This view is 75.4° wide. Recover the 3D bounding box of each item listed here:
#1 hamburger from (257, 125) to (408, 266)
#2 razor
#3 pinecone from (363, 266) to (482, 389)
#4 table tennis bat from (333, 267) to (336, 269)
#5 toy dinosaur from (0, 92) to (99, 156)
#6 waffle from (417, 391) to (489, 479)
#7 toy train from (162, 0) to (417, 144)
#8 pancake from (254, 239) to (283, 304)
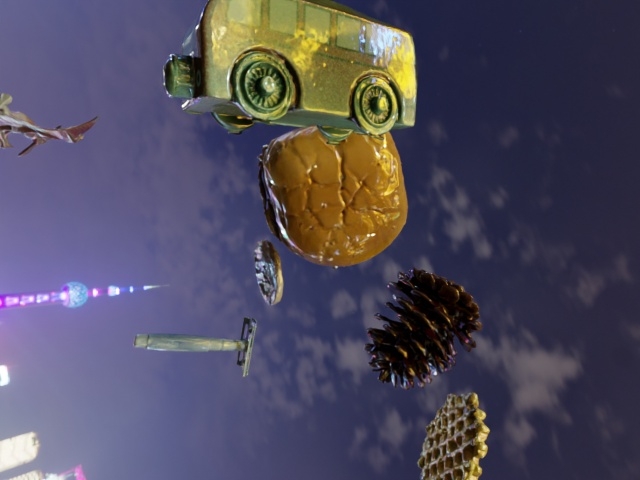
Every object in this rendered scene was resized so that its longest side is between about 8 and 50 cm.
[{"bbox_3d":[0.025,-0.089,0.829,0.158,0.318,0.319,-113,-141,-69],"label":"hamburger"},{"bbox_3d":[-0.145,0.121,0.482,0.040,0.134,0.068,12,-88,63],"label":"razor"},{"bbox_3d":[0.218,0.203,0.948,0.292,0.246,0.246,-43,-129,-18],"label":"pinecone"},{"bbox_3d":[0.000,0.000,1.007,0.014,0.095,0.158,-30,-78,-2],"label":"table tennis bat"},{"bbox_3d":[-0.397,-0.150,0.550,0.219,0.108,0.032,-4,-105,7],"label":"toy dinosaur"},{"bbox_3d":[0.339,0.555,1.083,0.062,0.329,0.330,23,-70,-1],"label":"waffle"},{"bbox_3d":[-0.025,-0.208,0.517,0.129,0.326,0.160,9,-81,60],"label":"toy train"},{"bbox_3d":[-0.118,0.069,0.926,0.151,0.025,0.152,32,-54,59],"label":"pancake"}]
